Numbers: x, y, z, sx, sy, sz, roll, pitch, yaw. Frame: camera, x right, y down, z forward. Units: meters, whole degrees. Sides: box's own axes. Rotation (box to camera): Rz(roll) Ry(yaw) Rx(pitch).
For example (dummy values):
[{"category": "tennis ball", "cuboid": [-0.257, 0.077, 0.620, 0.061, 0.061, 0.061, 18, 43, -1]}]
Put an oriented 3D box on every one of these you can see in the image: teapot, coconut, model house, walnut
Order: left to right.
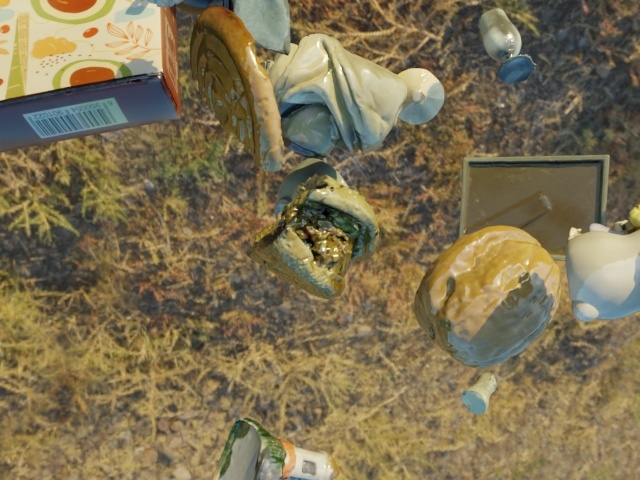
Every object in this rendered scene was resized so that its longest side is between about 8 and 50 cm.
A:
[{"category": "model house", "cuboid": [-0.125, -0.431, 1.161, 0.106, 0.152, 0.165, -6, 113, -16]}, {"category": "model house", "cuboid": [-0.063, 0.518, 1.243, 0.301, 0.190, 0.271, 23, 82, -32]}, {"category": "coconut", "cuboid": [0.251, -0.380, 1.665, 0.147, 0.152, 0.147, 2, 107, 7]}, {"category": "teapot", "cuboid": [0.331, 0.315, 1.306, 0.083, 0.057, 0.067, -35, 151, -45]}, {"category": "walnut", "cuboid": [0.289, 0.089, 1.093, 0.257, 0.224, 0.256, -6, 106, -23]}]

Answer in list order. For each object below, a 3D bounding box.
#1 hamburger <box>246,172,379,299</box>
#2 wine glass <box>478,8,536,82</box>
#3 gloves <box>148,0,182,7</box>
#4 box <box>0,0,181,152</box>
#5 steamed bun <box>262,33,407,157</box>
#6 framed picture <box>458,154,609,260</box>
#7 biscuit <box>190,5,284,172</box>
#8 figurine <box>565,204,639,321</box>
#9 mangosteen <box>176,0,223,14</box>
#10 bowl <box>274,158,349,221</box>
[{"category": "hamburger", "cuboid": [0.000, 0.000, 1.046, 0.192, 0.288, 0.167, 32, 79, -11]}, {"category": "wine glass", "cuboid": [0.510, -0.543, 1.751, 0.103, 0.222, 0.103, -7, 147, -5]}, {"category": "gloves", "cuboid": [-0.198, -0.399, 0.874, 0.070, 0.114, 0.153, 15, 161, -19]}, {"category": "box", "cuboid": [-0.450, -0.376, 1.182, 0.345, 0.385, 0.122, -10, 151, 1]}, {"category": "steamed bun", "cuboid": [-0.001, -0.309, 1.525, 0.237, 0.394, 0.346, -64, 146, -12]}, {"category": "framed picture", "cuboid": [0.495, -0.078, 1.495, 0.022, 0.335, 0.247, 6, 88, -58]}, {"category": "biscuit", "cuboid": [-0.103, -0.187, 0.727, 0.033, 0.224, 0.144, -21, 146, -24]}, {"category": "figurine", "cuboid": [0.458, 0.032, 0.840, 0.236, 0.155, 0.127, -7, 125, 28]}, {"category": "mangosteen", "cuboid": [-0.315, -0.698, 1.589, 0.228, 0.265, 0.228, -31, 154, -17]}, {"category": "bowl", "cuboid": [-0.039, -0.082, 1.853, 0.146, 0.289, 0.289, -27, 143, -32]}]
